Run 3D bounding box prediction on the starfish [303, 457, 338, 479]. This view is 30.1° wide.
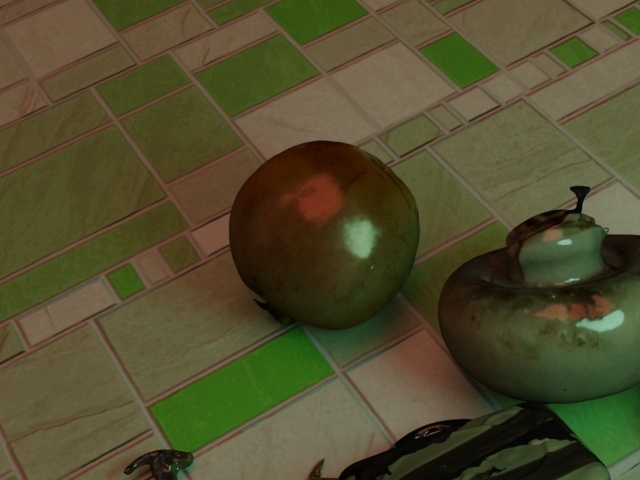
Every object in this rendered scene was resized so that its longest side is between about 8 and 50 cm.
[{"bbox_3d":[-0.011,0.359,1.745,0.092,0.016,0.086,-9,45,6],"label":"starfish"}]

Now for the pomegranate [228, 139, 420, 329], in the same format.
[{"bbox_3d":[0.000,0.000,1.902,0.319,0.319,0.319,-5,47,6],"label":"pomegranate"}]

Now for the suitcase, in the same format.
[{"bbox_3d":[0.200,0.359,1.579,0.351,0.194,0.339,-18,20,-7],"label":"suitcase"}]

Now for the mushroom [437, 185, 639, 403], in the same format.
[{"bbox_3d":[0.345,0.070,1.718,0.362,0.295,0.362,-12,15,3],"label":"mushroom"}]

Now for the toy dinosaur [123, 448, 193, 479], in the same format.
[{"bbox_3d":[-0.282,0.414,1.709,0.294,0.077,0.162,-29,43,-35],"label":"toy dinosaur"}]
